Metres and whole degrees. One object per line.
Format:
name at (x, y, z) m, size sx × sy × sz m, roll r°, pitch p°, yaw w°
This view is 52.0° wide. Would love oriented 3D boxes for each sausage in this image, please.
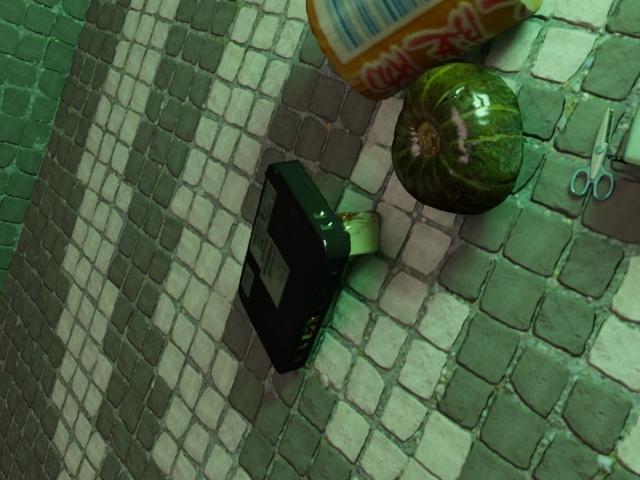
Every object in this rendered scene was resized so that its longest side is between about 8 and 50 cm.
sausage at (0.151, -0.371, 0.965) m, size 0.287 × 0.233 × 0.233 m, roll -25°, pitch 66°, yaw 38°

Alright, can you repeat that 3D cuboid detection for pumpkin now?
pumpkin at (0.201, -0.145, 0.938) m, size 0.219 × 0.162 × 0.219 m, roll 173°, pitch 90°, yaw -66°

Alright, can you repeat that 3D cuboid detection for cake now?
cake at (-0.011, 0.000, 1.128) m, size 0.220 × 0.116 × 0.086 m, roll -7°, pitch 87°, yaw 40°

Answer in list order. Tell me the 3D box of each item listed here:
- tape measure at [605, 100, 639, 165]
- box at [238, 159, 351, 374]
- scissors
tape measure at (0.476, -0.224, 0.710) m, size 0.215 × 0.097 × 0.352 m, roll 27°, pitch 109°, yaw 44°
box at (-0.056, 0.054, 1.107) m, size 0.211 × 0.058 × 0.350 m, roll 59°, pitch 146°, yaw 34°
scissors at (0.366, -0.114, 0.862) m, size 0.058 × 0.014 × 0.119 m, roll 16°, pitch 98°, yaw 43°
